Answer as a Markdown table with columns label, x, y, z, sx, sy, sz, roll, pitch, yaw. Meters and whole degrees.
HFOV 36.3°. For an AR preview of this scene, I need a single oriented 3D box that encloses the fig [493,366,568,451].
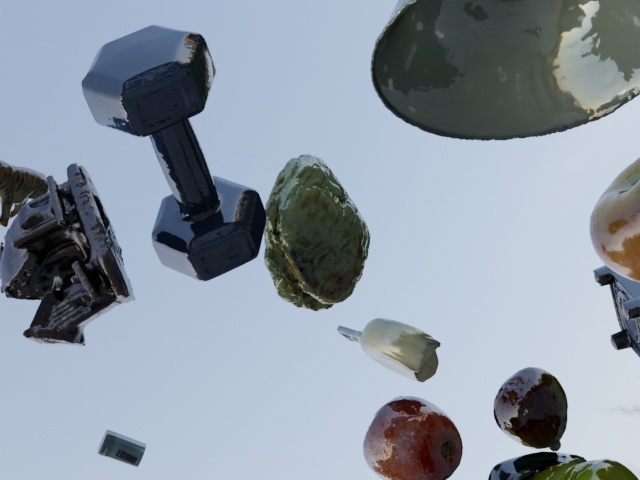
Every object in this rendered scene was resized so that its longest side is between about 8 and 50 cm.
| label | x | y | z | sx | sy | sz | roll | pitch | yaw |
| --- | --- | --- | --- | --- | --- | --- | --- | --- | --- |
| fig | 0.320 | 0.259 | 1.429 | 0.155 | 0.109 | 0.103 | 47 | -146 | -27 |

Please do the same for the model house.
| label | x | y | z | sx | sy | sz | roll | pitch | yaw |
| --- | --- | --- | --- | --- | --- | --- | --- | --- | --- |
| model house | -0.324 | 0.033 | 1.202 | 0.164 | 0.203 | 0.141 | -24 | -39 | -5 |

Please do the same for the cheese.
| label | x | y | z | sx | sy | sz | roll | pitch | yaw |
| --- | --- | --- | --- | --- | --- | --- | --- | --- | --- |
| cheese | 0.111 | 0.183 | 1.781 | 0.071 | 0.249 | 0.163 | -61 | -36 | -13 |

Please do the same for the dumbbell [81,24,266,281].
| label | x | y | z | sx | sy | sz | roll | pitch | yaw |
| --- | --- | --- | --- | --- | --- | --- | --- | --- | --- |
| dumbbell | -0.175 | -0.103 | 1.224 | 0.160 | 0.144 | 0.325 | -79 | -20 | -46 |

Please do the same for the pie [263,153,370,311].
| label | x | y | z | sx | sy | sz | roll | pitch | yaw |
| --- | --- | --- | --- | --- | --- | --- | --- | --- | --- |
| pie | 0.000 | 0.000 | 1.442 | 0.201 | 0.090 | 0.248 | -61 | -40 | -20 |

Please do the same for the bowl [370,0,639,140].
| label | x | y | z | sx | sy | sz | roll | pitch | yaw |
| --- | --- | --- | --- | --- | --- | --- | --- | --- | --- |
| bowl | 0.218 | -0.262 | 1.101 | 0.337 | 0.337 | 0.157 | 43 | -141 | -55 |

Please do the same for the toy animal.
| label | x | y | z | sx | sy | sz | roll | pitch | yaw |
| --- | --- | --- | --- | --- | --- | --- | --- | --- | --- |
| toy animal | -0.470 | -0.072 | 1.503 | 0.099 | 0.057 | 0.241 | -64 | -21 | 4 |

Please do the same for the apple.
| label | x | y | z | sx | sy | sz | roll | pitch | yaw |
| --- | --- | --- | --- | --- | --- | --- | --- | --- | --- |
| apple | 0.523 | -0.039 | 1.460 | 0.210 | 0.173 | 0.235 | -49 | 3 | -40 |

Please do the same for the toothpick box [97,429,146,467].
| label | x | y | z | sx | sy | sz | roll | pitch | yaw |
| --- | --- | --- | --- | --- | --- | --- | --- | --- | --- |
| toothpick box | -0.393 | 0.411 | 1.930 | 0.083 | 0.052 | 0.052 | 23 | -88 | -13 |

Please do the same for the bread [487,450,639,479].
| label | x | y | z | sx | sy | sz | roll | pitch | yaw |
| --- | --- | --- | --- | --- | --- | --- | --- | --- | --- |
| bread | 0.339 | 0.486 | 1.371 | 0.251 | 0.208 | 0.376 | 5 | -81 | -14 |

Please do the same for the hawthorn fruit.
| label | x | y | z | sx | sy | sz | roll | pitch | yaw |
| --- | --- | --- | --- | --- | --- | --- | --- | --- | --- |
| hawthorn fruit | 0.165 | 0.363 | 1.731 | 0.173 | 0.173 | 0.173 | -32 | -45 | -40 |

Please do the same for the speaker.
| label | x | y | z | sx | sy | sz | roll | pitch | yaw |
| --- | --- | --- | --- | --- | --- | --- | --- | --- | --- |
| speaker | 0.673 | 0.121 | 1.821 | 0.254 | 0.232 | 0.184 | -17 | -72 | 3 |
